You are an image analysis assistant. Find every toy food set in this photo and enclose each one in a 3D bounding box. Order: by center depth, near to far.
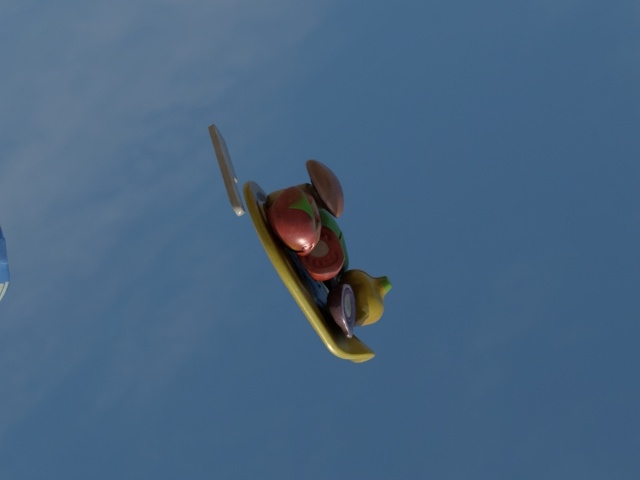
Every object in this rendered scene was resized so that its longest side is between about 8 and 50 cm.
[{"bbox_3d":[0.000,0.000,1.273,0.071,0.218,0.128,-29,-150,7],"label":"toy food set"}]

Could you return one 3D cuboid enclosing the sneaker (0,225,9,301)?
[{"bbox_3d":[-0.277,0.081,1.148,0.091,0.240,0.126,32,-152,9],"label":"sneaker"}]
